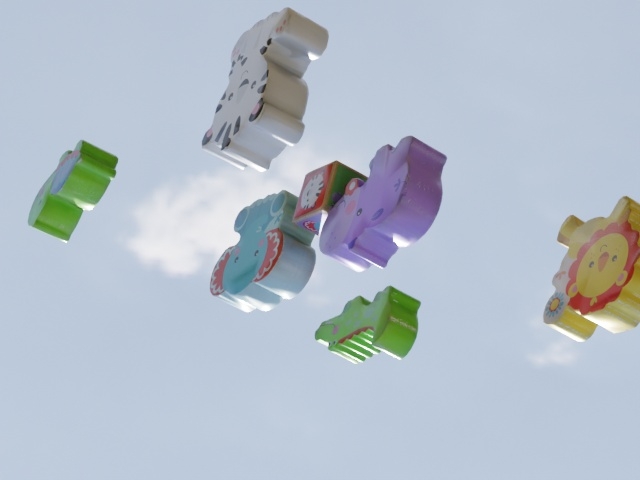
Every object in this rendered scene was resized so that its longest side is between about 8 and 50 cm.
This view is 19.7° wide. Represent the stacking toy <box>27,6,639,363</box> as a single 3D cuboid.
[{"bbox_3d":[0.000,0.000,0.700,0.167,0.221,0.052,27,-116,-24],"label":"stacking toy"}]
